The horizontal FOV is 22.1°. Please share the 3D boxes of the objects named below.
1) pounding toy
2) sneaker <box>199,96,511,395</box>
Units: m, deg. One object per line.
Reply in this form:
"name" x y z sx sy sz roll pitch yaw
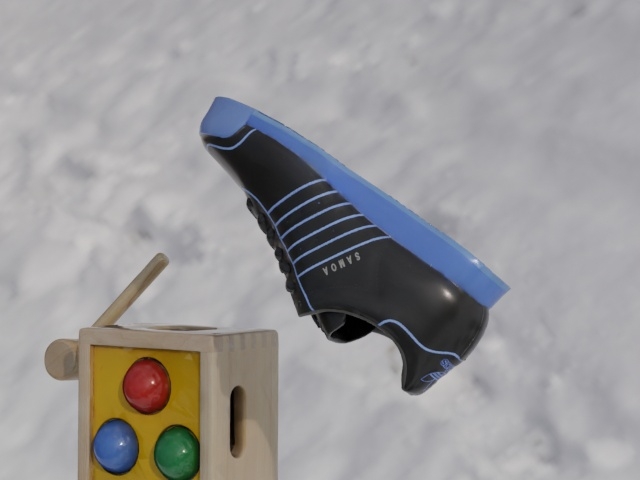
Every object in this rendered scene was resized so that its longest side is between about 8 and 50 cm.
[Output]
"pounding toy" -0.141 0.100 1.221 0.206 0.181 0.094 1 1 33
"sneaker" 0.000 0.000 0.986 0.232 0.081 0.090 36 90 27
